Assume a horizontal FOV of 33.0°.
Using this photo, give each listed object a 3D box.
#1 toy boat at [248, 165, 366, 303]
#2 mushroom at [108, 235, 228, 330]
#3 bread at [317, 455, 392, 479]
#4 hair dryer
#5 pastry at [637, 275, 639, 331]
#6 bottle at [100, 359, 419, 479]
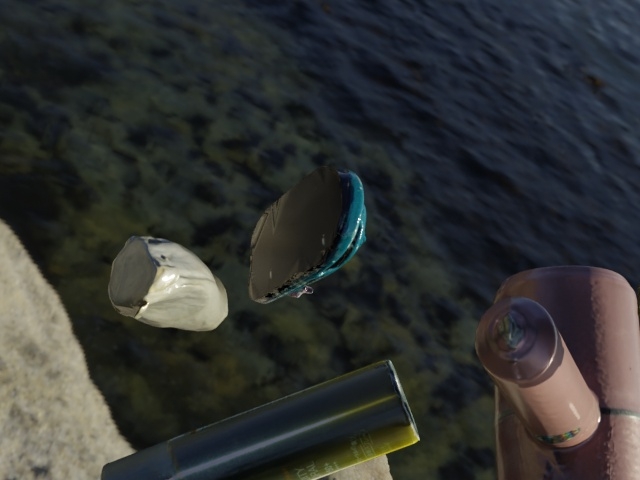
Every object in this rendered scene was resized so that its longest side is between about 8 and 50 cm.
[{"bbox_3d":[0.000,0.000,1.411,0.092,0.299,0.134,14,69,-22],"label":"toy boat"},{"bbox_3d":[-0.170,0.061,1.284,0.109,0.097,0.351,26,-6,10],"label":"mushroom"},{"bbox_3d":[0.042,0.374,1.482,0.183,0.102,0.337,33,32,-53],"label":"bread"},{"bbox_3d":[0.173,0.093,0.802,0.352,0.125,0.210,50,39,-62],"label":"hair dryer"},{"bbox_3d":[0.289,0.045,0.647,0.192,0.182,0.093,34,-9,12],"label":"pastry"},{"bbox_3d":[-0.057,0.194,0.986,0.286,0.082,0.082,-21,39,4],"label":"bottle"}]
